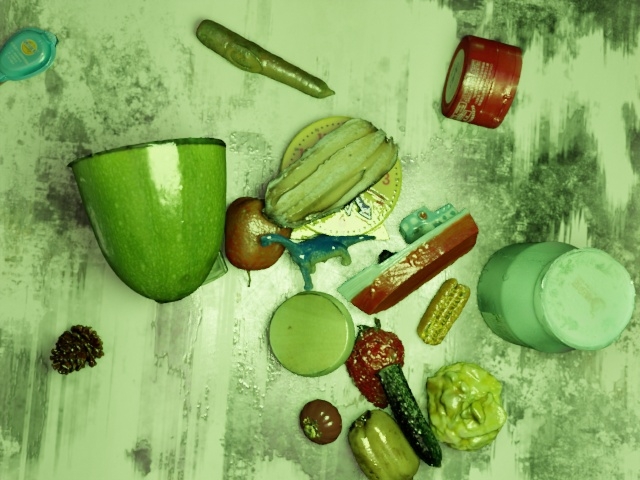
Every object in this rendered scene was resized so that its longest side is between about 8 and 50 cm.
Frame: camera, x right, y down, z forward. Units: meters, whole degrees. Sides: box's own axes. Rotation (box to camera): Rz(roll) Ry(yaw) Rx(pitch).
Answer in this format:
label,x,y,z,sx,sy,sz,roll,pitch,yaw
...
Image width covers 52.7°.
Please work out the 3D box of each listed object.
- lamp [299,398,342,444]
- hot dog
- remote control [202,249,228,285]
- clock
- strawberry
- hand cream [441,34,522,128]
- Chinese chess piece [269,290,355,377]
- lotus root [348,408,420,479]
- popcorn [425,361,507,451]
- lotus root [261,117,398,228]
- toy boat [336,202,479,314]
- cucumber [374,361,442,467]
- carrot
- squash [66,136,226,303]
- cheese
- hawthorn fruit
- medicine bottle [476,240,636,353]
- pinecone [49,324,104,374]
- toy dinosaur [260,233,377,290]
label,x,y,z,sx,sy,sz,roll,pitch,yaw
lamp,0.001,0.397,1.413,0.101,0.090,0.101,11,110,34
hot dog,0.278,0.164,1.473,0.071,0.045,0.165,34,83,-4
remote control,-0.308,-0.034,1.443,0.124,0.038,0.285,-23,91,-4
clock,0.048,-0.139,1.458,0.277,0.071,0.293,-5,87,-5
strawberry,0.124,0.274,1.435,0.141,0.085,0.192,21,87,-5
hand cream,0.355,-0.352,1.440,0.126,0.193,0.193,13,86,-5
Chinese chess piece,-0.018,0.203,1.410,0.189,0.083,0.188,-2,80,11
lotus root,0.145,0.468,1.409,0.125,0.118,0.220,-33,94,27
popcorn,0.315,0.360,1.397,0.167,0.185,0.187,-5,121,9
lotus root,0.020,-0.123,1.372,0.329,0.078,0.167,-36,68,-19
toy boat,0.184,0.035,1.431,0.332,0.145,0.133,-35,68,-8
cucumber,0.188,0.373,1.369,0.067,0.067,0.245,-25,94,-6
carrot,-0.123,-0.400,1.465,0.342,0.070,0.070,26,85,-4
squash,-0.313,-0.026,1.277,0.311,0.310,0.308,-10,91,-5
cheese,-0.692,-0.382,1.429,0.256,0.037,0.106,-37,89,-4
hawthorn fruit,-0.145,0.009,1.394,0.163,0.162,0.203,14,94,-4
medicine bottle,0.494,0.118,1.371,0.245,0.290,0.244,0,86,-5
pinecone,-0.521,0.238,1.375,0.102,0.102,0.109,44,54,-1
toy dinosaur,0.000,0.000,1.372,0.248,0.188,0.075,-27,48,-12
